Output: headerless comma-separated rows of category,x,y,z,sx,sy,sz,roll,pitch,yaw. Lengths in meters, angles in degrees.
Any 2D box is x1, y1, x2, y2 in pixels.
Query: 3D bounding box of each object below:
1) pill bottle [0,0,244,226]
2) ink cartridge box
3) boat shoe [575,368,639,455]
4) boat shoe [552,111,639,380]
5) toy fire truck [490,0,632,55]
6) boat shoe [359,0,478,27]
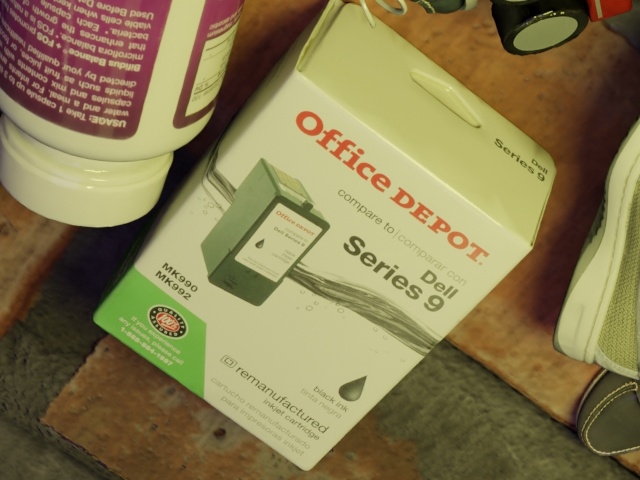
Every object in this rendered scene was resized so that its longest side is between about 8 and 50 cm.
pill bottle,-0.138,-0.162,1.240,0.169,0.169,0.301,22,126,3
ink cartridge box,0.000,0.000,1.332,0.211,0.121,0.289,36,126,-8
boat shoe,0.267,0.112,1.355,0.075,0.065,0.206,45,125,-13
boat shoe,0.247,-0.025,1.231,0.103,0.118,0.320,26,131,13
toy fire truck,0.196,-0.248,1.086,0.246,0.158,0.217,-18,160,7
boat shoe,0.045,-0.191,1.129,0.079,0.254,0.095,-25,80,7
